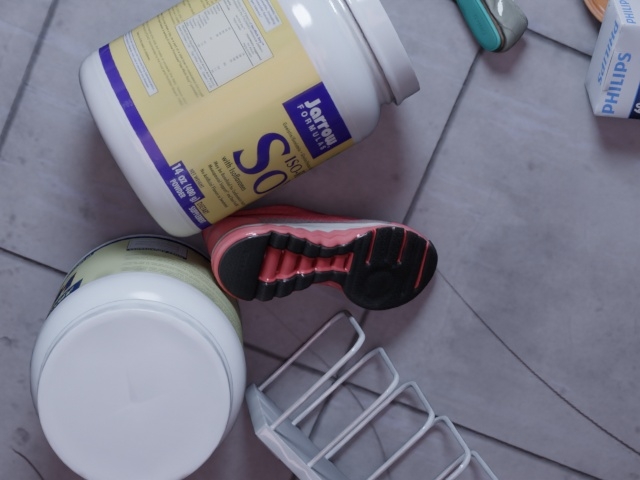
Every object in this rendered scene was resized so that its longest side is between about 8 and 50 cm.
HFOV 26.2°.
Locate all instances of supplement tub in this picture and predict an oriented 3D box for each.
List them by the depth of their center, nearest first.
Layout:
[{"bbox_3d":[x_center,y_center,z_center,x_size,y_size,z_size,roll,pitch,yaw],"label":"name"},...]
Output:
[{"bbox_3d":[-0.079,-0.178,1.565,0.331,0.241,0.241,-29,102,2],"label":"supplement tub"},{"bbox_3d":[-0.203,0.133,1.566,0.235,0.325,0.235,-1,101,-4],"label":"supplement tub"}]

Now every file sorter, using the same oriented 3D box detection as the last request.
[{"bbox_3d":[0.067,0.250,1.692,0.173,0.193,0.278,-42,102,1],"label":"file sorter"}]

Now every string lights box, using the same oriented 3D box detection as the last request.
[{"bbox_3d":[0.465,-0.212,1.659,0.259,0.077,0.133,5,130,-5],"label":"string lights box"}]

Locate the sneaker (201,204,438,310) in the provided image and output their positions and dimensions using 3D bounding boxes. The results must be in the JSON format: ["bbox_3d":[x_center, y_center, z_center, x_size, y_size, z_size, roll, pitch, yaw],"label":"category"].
[{"bbox_3d":[0.000,-0.001,1.676,0.314,0.136,0.116,5,116,-29],"label":"sneaker"}]

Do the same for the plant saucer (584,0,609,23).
[{"bbox_3d":[0.404,-0.343,1.659,0.200,0.037,0.200,-1,113,-1],"label":"plant saucer"}]

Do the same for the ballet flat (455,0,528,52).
[{"bbox_3d":[0.177,-0.325,1.653,0.068,0.072,0.213,-40,104,-24],"label":"ballet flat"}]
